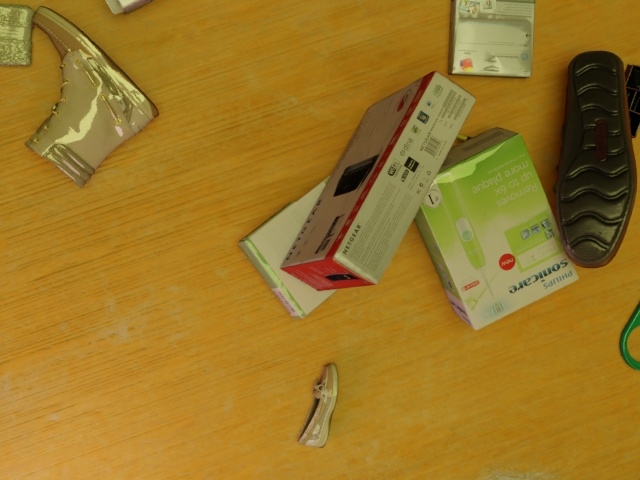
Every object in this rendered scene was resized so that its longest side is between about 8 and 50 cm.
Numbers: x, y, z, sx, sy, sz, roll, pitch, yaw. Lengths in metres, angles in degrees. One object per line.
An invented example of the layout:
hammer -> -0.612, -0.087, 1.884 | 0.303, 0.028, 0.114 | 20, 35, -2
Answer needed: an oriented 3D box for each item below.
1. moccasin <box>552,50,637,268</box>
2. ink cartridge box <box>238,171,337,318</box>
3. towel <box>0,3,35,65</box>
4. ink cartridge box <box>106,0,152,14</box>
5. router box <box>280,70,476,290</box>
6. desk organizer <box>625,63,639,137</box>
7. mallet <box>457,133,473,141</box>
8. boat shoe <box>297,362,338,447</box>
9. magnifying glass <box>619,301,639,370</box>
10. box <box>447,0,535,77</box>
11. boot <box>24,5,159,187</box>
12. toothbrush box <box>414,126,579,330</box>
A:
moccasin -> 0.463, -0.131, 1.913 | 0.139, 0.147, 0.379 | -5, 68, 13
ink cartridge box -> 0.000, 0.000, 1.946 | 0.235, 0.056, 0.171 | -39, 97, -18
towel -> -0.556, -0.346, 1.874 | 0.148, 0.027, 0.110 | 5, 94, -7
ink cartridge box -> -0.302, -0.446, 1.866 | 0.143, 0.090, 0.092 | -28, 96, -3
router box -> 0.084, -0.083, 1.794 | 0.082, 0.301, 0.335 | 32, 77, -13
desk organizer -> 0.556, -0.248, 1.998 | 0.047, 0.050, 0.130 | 20, 91, -7
mallet -> 0.246, -0.183, 1.978 | 0.190, 0.062, 0.039 | 20, 95, -22
boat shoe -> -0.003, 0.287, 1.962 | 0.048, 0.056, 0.153 | 10, 99, -12
magnifying glass -> 0.598, 0.124, 2.039 | 0.092, 0.026, 0.230 | 5, 95, -7
box -> 0.302, -0.381, 1.967 | 0.145, 0.038, 0.186 | 1, 92, -6
boot -> -0.428, -0.239, 1.864 | 0.203, 0.095, 0.262 | -45, 101, -1
toothbrush box -> 0.286, -0.023, 1.926 | 0.206, 0.122, 0.283 | -25, 106, -5
